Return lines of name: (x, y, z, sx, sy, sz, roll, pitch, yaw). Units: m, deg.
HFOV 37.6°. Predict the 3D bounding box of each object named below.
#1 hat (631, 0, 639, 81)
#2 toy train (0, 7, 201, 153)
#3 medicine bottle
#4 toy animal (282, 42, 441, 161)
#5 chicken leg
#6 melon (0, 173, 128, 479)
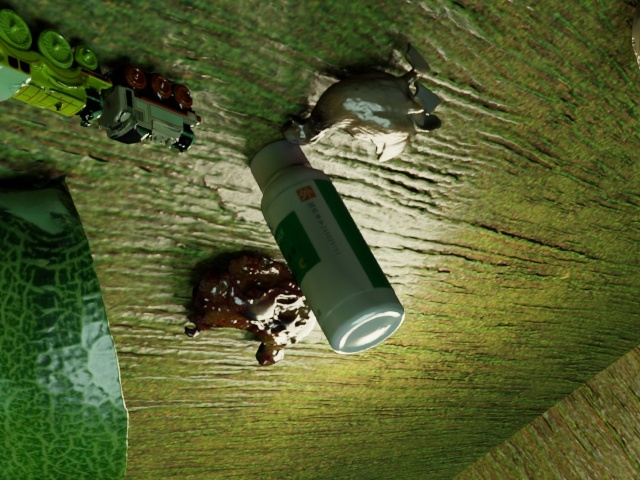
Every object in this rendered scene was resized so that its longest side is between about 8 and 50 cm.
hat: (0.443, -0.276, 1.239, 0.147, 0.085, 0.175, -42, 173, 1)
toy train: (-0.207, -0.137, 0.863, 0.053, 0.085, 0.249, -26, 156, 30)
medicine bottle: (0.000, 0.000, 1.074, 0.095, 0.260, 0.095, -20, 151, -12)
toy animal: (0.061, -0.141, 1.098, 0.179, 0.089, 0.188, -26, 156, 31)
chicken leg: (-0.093, 0.111, 1.367, 0.177, 0.083, 0.322, -29, 150, 19)
melon: (-0.342, 0.099, 1.036, 0.226, 0.331, 0.343, -55, 162, -39)
